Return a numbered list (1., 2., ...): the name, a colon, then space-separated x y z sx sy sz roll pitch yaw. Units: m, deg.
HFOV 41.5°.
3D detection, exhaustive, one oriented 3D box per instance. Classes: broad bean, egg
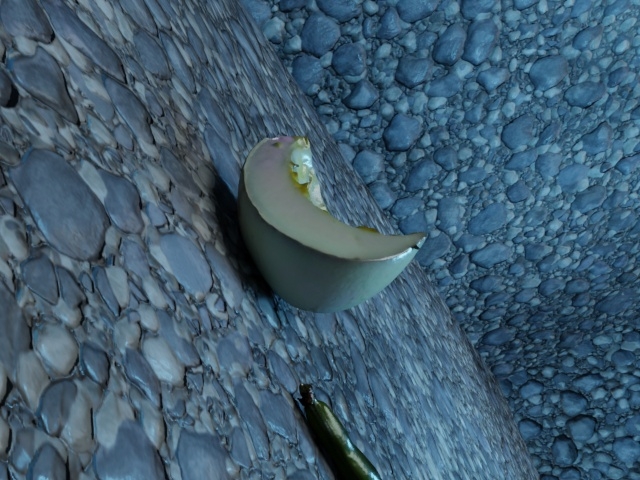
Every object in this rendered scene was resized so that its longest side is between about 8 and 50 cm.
1. broad bean: 0.054 0.298 1.062 0.298 0.043 0.060 57 3 -24
2. egg: -0.014 0.005 1.149 0.271 0.162 0.206 33 40 16
